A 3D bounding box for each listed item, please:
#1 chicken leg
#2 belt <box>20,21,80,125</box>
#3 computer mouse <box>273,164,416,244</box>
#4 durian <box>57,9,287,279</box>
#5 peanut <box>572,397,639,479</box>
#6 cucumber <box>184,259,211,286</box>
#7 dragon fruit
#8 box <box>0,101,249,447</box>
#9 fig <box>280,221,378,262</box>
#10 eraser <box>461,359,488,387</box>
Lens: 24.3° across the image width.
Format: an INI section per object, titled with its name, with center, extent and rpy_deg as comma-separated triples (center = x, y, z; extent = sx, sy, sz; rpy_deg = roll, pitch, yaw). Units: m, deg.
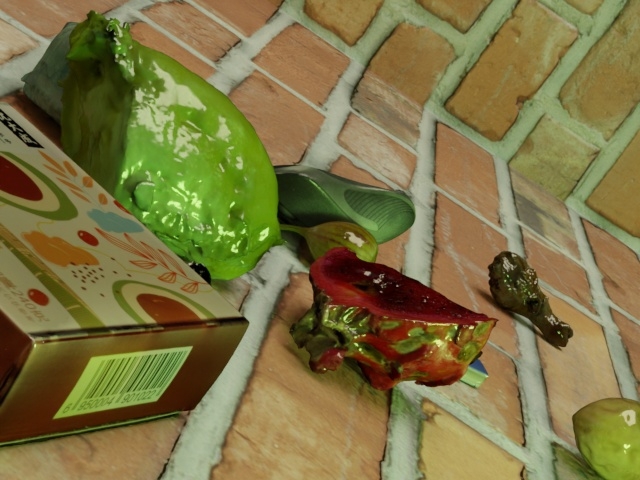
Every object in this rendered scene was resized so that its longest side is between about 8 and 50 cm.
[chicken leg]
center = 0.361, 0.107, 2.574
extent = 0.198, 0.085, 0.069
rpy_deg = 48, -9, -3
[belt]
center = -0.271, -0.197, 2.026
extent = 0.257, 0.150, 0.207
rpy_deg = 25, 10, -36
[computer mouse]
center = -0.018, -0.053, 2.191
extent = 0.379, 0.090, 0.167
rpy_deg = 18, -15, -35
[durian]
center = -0.191, -0.096, 1.832
extent = 0.339, 0.204, 0.256
rpy_deg = 29, 47, -29
[peanut]
center = 0.493, 0.313, 2.108
extent = 0.319, 0.147, 0.147
rpy_deg = 31, 16, -25
[cucumber]
center = -0.135, 0.082, 1.662
extent = 0.053, 0.053, 0.181
rpy_deg = 27, 18, -25
[dragon fruit]
center = 0.051, 0.113, 1.846
extent = 0.211, 0.134, 0.262
rpy_deg = -1, 21, -46
[box]
center = -0.307, 0.010, 1.378
extent = 0.385, 0.122, 0.344
rpy_deg = 41, 17, 21
[fig]
center = 0.005, 0.005, 2.118
extent = 0.166, 0.093, 0.093
rpy_deg = 24, 18, -18
[eraser]
center = 0.192, 0.170, 2.115
extent = 0.084, 0.027, 0.063
rpy_deg = 27, 16, -22
